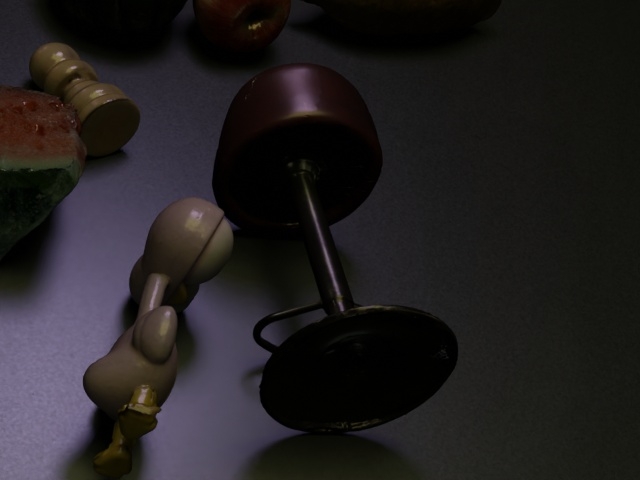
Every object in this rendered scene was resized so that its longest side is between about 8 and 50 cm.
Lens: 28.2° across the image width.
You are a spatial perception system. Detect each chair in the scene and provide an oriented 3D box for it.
[{"bbox_3d":[0.000,0.000,1.494,0.227,0.226,0.401,4,47,-23],"label":"chair"}]

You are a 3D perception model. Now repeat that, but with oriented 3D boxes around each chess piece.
[{"bbox_3d":[-0.315,-0.195,1.643,0.094,0.094,0.170,-19,55,-38],"label":"chess piece"}]

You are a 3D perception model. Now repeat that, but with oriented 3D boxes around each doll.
[{"bbox_3d":[-0.177,0.080,1.379,0.094,0.160,0.365,27,40,-8],"label":"doll"}]

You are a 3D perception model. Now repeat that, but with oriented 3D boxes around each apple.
[{"bbox_3d":[-0.116,-0.348,1.858,0.146,0.146,0.131,-4,40,-29],"label":"apple"}]

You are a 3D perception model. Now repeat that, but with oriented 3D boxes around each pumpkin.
[{"bbox_3d":[-0.280,-0.386,1.803,0.212,0.152,0.211,11,40,-10],"label":"pumpkin"}]

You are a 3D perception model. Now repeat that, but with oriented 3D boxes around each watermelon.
[{"bbox_3d":[-0.371,-0.097,1.504,0.193,0.139,0.256,13,34,-7],"label":"watermelon"}]

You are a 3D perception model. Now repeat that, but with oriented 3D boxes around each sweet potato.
[{"bbox_3d":[0.130,-0.397,2.020,0.370,0.157,0.158,-16,56,-37],"label":"sweet potato"}]
